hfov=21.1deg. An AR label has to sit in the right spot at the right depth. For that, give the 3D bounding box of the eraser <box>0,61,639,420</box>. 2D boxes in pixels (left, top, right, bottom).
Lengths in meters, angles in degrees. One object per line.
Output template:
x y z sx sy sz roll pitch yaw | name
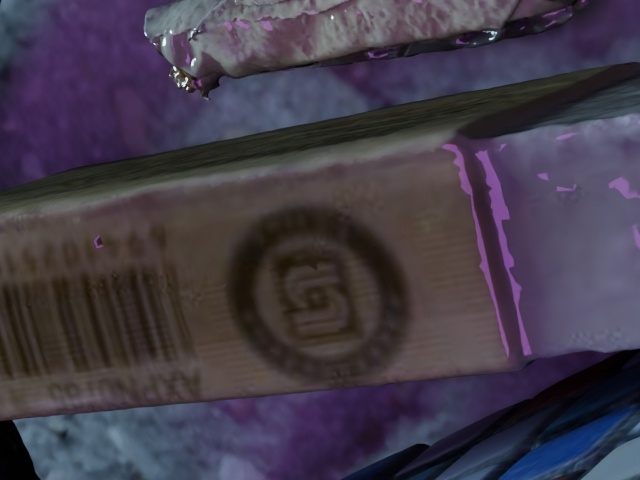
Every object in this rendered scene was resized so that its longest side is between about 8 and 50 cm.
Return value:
0.000 0.000 0.601 0.343 0.144 0.078 -8 100 36 | eraser

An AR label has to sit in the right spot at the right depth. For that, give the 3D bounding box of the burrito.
0.012 -0.086 0.627 0.185 0.041 0.045 -5 128 32 | burrito

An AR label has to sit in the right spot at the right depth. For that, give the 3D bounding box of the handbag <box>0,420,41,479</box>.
-0.238 0.126 0.760 0.275 0.088 0.244 -41 84 27 | handbag

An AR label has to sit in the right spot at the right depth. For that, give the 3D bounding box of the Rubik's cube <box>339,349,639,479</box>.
0.100 0.203 0.519 0.287 0.292 0.293 -31 87 36 | Rubik's cube
